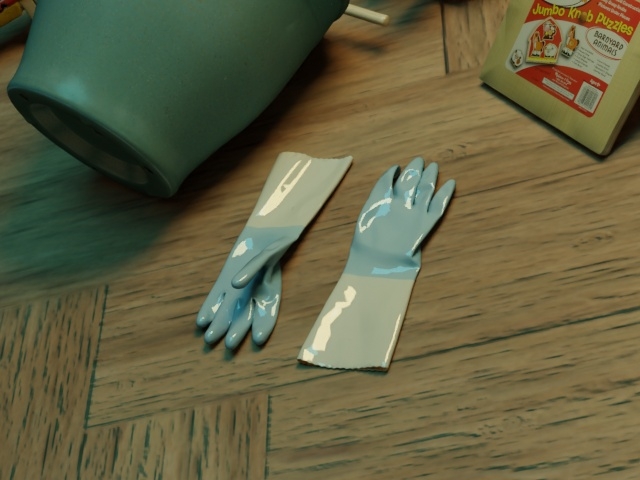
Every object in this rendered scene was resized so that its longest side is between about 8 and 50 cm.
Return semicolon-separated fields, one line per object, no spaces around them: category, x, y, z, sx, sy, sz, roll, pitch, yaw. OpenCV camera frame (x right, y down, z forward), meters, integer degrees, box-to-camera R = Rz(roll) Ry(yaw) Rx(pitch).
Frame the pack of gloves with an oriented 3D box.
pack of gloves;0.000;0.000;1.253;0.195;0.046;0.232;2;50;29

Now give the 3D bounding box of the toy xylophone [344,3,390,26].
toy xylophone;0.061;-0.324;1.492;0.322;0.081;0.236;16;50;36

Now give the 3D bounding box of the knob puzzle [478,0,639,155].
knob puzzle;0.237;-0.194;1.270;0.213;0.030;0.213;-14;72;48

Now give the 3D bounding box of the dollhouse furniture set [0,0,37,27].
dollhouse furniture set;-0.289;-0.377;1.684;0.374;0.152;0.201;-31;43;-5

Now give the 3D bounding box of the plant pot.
plant pot;-0.153;-0.192;1.372;0.271;0.272;0.255;20;72;39
